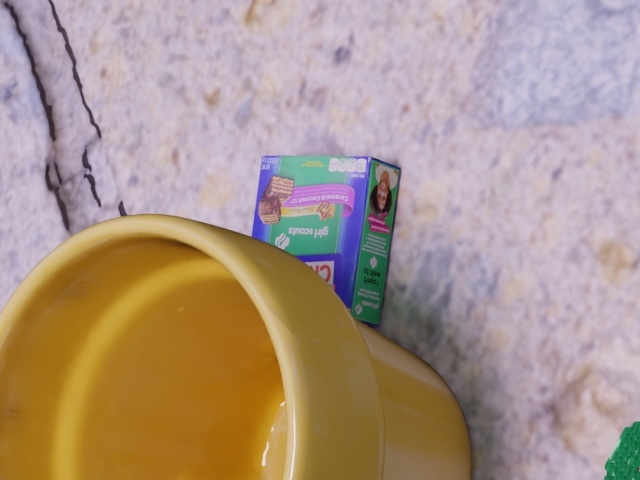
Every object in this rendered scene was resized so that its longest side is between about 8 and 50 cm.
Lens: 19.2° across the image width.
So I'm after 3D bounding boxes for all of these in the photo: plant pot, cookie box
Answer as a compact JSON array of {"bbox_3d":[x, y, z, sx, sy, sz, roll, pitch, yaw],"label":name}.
[{"bbox_3d":[-0.041,0.128,1.116,0.254,0.239,0.254,-9,75,35],"label":"plant pot"},{"bbox_3d":[0.000,0.000,1.238,0.092,0.040,0.107,2,82,37],"label":"cookie box"}]

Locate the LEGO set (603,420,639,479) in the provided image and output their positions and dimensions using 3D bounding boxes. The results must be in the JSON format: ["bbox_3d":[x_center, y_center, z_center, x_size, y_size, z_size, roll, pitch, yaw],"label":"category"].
[{"bbox_3d":[0.221,0.269,0.963,0.331,0.192,0.255,-68,22,1],"label":"LEGO set"}]
